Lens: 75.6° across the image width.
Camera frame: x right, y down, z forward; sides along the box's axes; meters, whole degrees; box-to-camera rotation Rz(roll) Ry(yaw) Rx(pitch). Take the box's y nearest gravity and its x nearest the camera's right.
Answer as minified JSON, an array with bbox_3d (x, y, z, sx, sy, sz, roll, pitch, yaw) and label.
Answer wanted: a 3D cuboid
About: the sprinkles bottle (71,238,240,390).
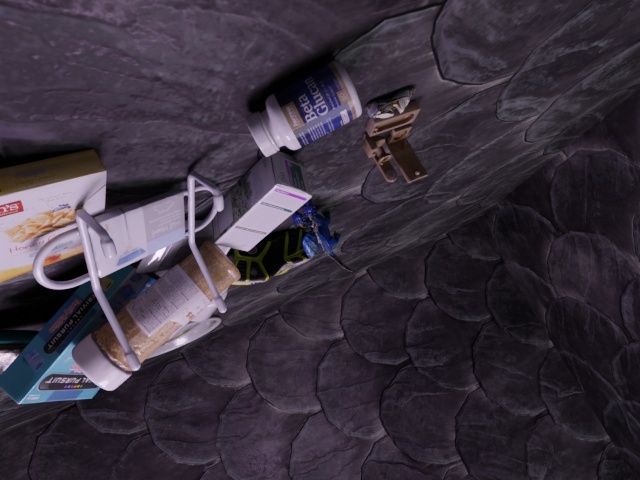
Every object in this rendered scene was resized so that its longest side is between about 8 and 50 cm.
[{"bbox_3d":[-0.343,0.152,0.893,0.355,0.121,0.121,-43,171,-17],"label":"sprinkles bottle"}]

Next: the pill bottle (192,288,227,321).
[{"bbox_3d":[-0.362,0.158,1.283,0.131,0.131,0.229,-16,162,-36],"label":"pill bottle"}]

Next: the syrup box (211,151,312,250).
[{"bbox_3d":[-0.132,-0.078,0.878,0.096,0.093,0.237,15,140,-42],"label":"syrup box"}]

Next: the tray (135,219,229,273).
[{"bbox_3d":[-0.291,0.017,0.978,0.145,0.030,0.270,-53,161,18],"label":"tray"}]

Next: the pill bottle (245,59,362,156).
[{"bbox_3d":[-0.028,-0.202,0.654,0.169,0.094,0.094,-28,166,5],"label":"pill bottle"}]

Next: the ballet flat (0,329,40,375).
[{"bbox_3d":[-0.675,0.283,1.043,0.164,0.181,0.483,3,-177,30],"label":"ballet flat"}]

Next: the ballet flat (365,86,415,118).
[{"bbox_3d":[0.146,-0.270,0.828,0.114,0.041,0.041,-24,166,-11],"label":"ballet flat"}]

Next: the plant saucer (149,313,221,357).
[{"bbox_3d":[-0.599,0.356,1.636,0.401,0.100,0.400,-25,166,-6],"label":"plant saucer"}]

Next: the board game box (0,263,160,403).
[{"bbox_3d":[-0.514,0.210,0.969,0.336,0.079,0.254,-54,167,-13],"label":"board game box"}]

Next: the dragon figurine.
[{"bbox_3d":[0.000,0.000,1.213,0.085,0.289,0.144,-11,-157,25],"label":"dragon figurine"}]

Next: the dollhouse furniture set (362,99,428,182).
[{"bbox_3d":[0.181,-0.209,0.932,0.144,0.123,0.151,-22,165,-16],"label":"dollhouse furniture set"}]

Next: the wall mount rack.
[{"bbox_3d":[-0.290,0.048,0.746,0.350,0.130,0.304,-32,145,-41],"label":"wall mount rack"}]

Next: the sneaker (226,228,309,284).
[{"bbox_3d":[-0.182,0.072,1.268,0.385,0.145,0.147,-10,159,-44],"label":"sneaker"}]

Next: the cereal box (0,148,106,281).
[{"bbox_3d":[-0.421,-0.031,0.624,0.173,0.047,0.240,-27,169,-36],"label":"cereal box"}]
